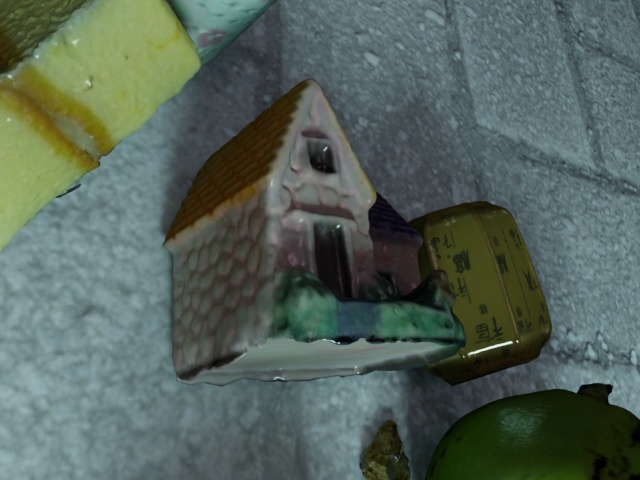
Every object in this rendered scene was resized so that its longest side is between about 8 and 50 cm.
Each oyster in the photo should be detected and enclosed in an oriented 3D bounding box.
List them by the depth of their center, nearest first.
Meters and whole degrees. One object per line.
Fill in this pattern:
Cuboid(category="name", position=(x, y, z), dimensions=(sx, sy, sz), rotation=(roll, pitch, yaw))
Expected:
Cuboid(category="oyster", position=(0.069, 0.229, 0.646), dimensions=(0.051, 0.034, 0.093), rotation=(8, 60, -41))

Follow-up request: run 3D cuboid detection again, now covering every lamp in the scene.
Cuboid(category="lamp", position=(0.164, 0.058, 0.715), dimensions=(0.161, 0.161, 0.185), rotation=(-7, 75, -37))

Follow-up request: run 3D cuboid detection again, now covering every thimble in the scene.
Cuboid(category="thimble", position=(-0.139, -0.292, 0.635), dimensions=(0.185, 0.149, 0.211), rotation=(5, 58, -54))

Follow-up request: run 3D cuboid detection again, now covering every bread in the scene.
Cuboid(category="bread", position=(-0.232, -0.122, 0.497), dimensions=(0.266, 0.142, 0.178), rotation=(-48, 114, -8))

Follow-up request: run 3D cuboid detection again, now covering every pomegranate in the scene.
Cuboid(category="pomegranate", position=(0.218, 0.297, 0.592), dimensions=(0.260, 0.260, 0.341), rotation=(29, 58, -22))

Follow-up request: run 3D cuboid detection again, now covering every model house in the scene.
Cuboid(category="model house", position=(0.000, 0.000, 0.590), dimensions=(0.237, 0.202, 0.237), rotation=(6, 67, -34))
